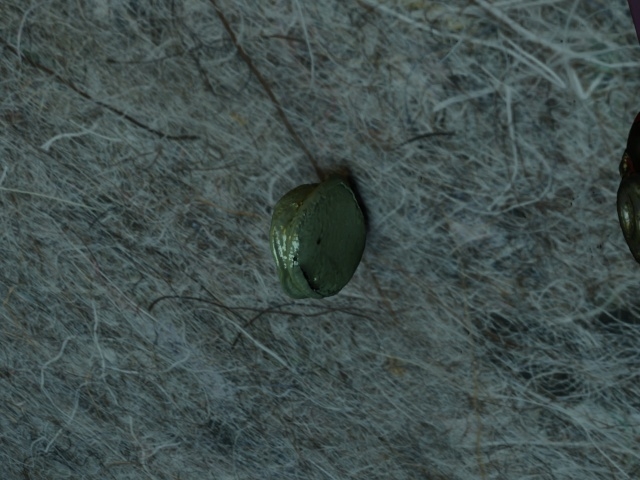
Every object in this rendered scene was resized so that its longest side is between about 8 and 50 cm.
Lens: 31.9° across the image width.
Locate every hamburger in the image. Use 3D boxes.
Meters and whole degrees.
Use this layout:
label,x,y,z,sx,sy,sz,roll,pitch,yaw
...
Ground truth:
label,x,y,z,sx,sy,sz,roll,pitch,yaw
hamburger,0.000,0.000,1.264,0.062,0.133,0.140,10,129,42

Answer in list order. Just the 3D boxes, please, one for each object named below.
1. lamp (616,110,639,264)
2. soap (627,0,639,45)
label,x,y,z,sx,sy,sz,roll,pitch,yaw
lamp,0.348,-0.043,0.891,0.227,0.227,0.227,21,142,17
soap,0.278,-0.179,0.789,0.065,0.203,0.122,8,148,-21
